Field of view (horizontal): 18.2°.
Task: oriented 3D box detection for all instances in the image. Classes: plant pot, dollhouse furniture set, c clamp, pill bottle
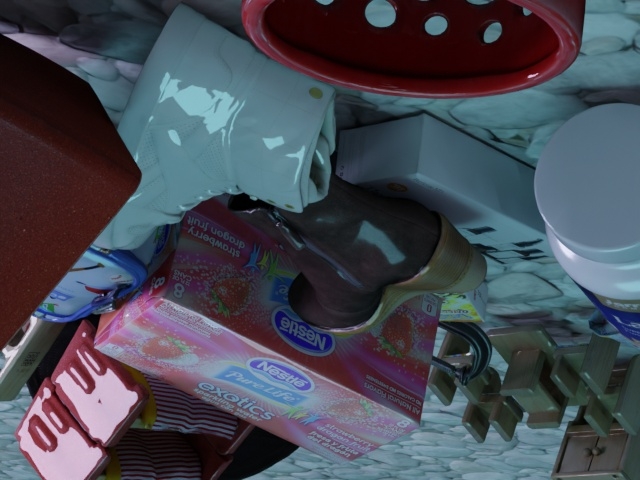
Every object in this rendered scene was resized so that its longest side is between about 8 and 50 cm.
[{"bbox_3d":[0.058,-0.189,1.127,0.191,0.174,0.191,6,162,2],"label":"plant pot"},{"bbox_3d":[0.287,0.159,2.291,0.212,0.161,0.242,-8,135,39],"label":"dollhouse furniture set"},{"bbox_3d":[0.116,0.114,2.208,0.160,0.022,0.137,21,135,21],"label":"c clamp"},{"bbox_3d":[0.273,-0.009,1.660,0.153,0.153,0.264,-1,161,23],"label":"pill bottle"},{"bbox_3d":[-0.324,-0.052,1.485,0.235,0.267,0.267,39,-174,-25],"label":"plant pot"},{"bbox_3d":[-0.256,0.103,2.077,0.374,0.152,0.201,46,-159,30],"label":"dollhouse furniture set"}]

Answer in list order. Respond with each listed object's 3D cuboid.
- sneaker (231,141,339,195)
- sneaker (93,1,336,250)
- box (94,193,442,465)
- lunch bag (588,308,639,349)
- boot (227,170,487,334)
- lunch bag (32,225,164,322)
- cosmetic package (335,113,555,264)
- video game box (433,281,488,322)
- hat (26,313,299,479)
[{"bbox_3d":[-0.052,-0.065,1.724,0.166,0.076,0.065,15,162,-25],"label":"sneaker"},{"bbox_3d":[-0.082,-0.051,1.589,0.169,0.108,0.292,26,146,-3],"label":"sneaker"},{"bbox_3d":[-0.048,0.081,1.937,0.300,0.154,0.142,29,144,-23],"label":"box"},{"bbox_3d":[0.331,0.083,2.101,0.083,0.053,0.071,-21,152,37],"label":"lunch bag"},{"bbox_3d":[0.000,0.000,1.737,0.207,0.090,0.248,28,154,-33],"label":"boot"},{"bbox_3d":[-0.298,-0.027,1.806,0.303,0.115,0.243,29,151,-25],"label":"lunch bag"},{"bbox_3d":[0.128,-0.040,1.765,0.099,0.060,0.239,-11,156,42],"label":"cosmetic package"},{"bbox_3d":[0.055,0.036,2.058,0.205,0.048,0.187,1,163,17],"label":"video game box"},{"bbox_3d":[-0.186,0.214,2.272,0.331,0.331,0.134,11,120,-14],"label":"hat"}]
